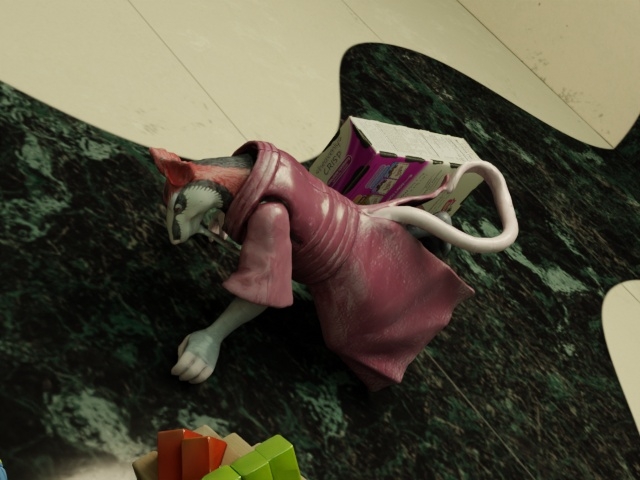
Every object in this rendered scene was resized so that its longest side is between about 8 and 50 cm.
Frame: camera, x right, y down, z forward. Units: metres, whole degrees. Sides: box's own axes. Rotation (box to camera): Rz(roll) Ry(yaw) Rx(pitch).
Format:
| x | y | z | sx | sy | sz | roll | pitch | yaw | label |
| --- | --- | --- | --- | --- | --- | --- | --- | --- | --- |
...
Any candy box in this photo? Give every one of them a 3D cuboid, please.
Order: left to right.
| x | y | z | sx | sy | sz | roll | pitch | yaw | label |
| --- | --- | --- | --- | --- | --- | --- | --- | --- | --- |
| 0.085 | -0.065 | 1.154 | 0.233 | 0.159 | 0.071 | 4 | 44 | -46 | candy box |

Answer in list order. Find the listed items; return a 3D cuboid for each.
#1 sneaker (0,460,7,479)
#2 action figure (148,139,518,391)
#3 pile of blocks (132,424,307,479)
| x | y | z | sx | sy | sz | roll | pitch | yaw | label |
| --- | --- | --- | --- | --- | --- | --- | --- | --- | --- |
| -0.285 | 0.134 | 0.555 | 0.188 | 0.067 | 0.078 | 30 | 24 | -19 | sneaker |
| 0.000 | 0.000 | 0.879 | 0.370 | 0.276 | 0.248 | 33 | 32 | -38 | action figure |
| -0.043 | 0.202 | 0.536 | 0.149 | 0.112 | 0.362 | -15 | 25 | -5 | pile of blocks |
